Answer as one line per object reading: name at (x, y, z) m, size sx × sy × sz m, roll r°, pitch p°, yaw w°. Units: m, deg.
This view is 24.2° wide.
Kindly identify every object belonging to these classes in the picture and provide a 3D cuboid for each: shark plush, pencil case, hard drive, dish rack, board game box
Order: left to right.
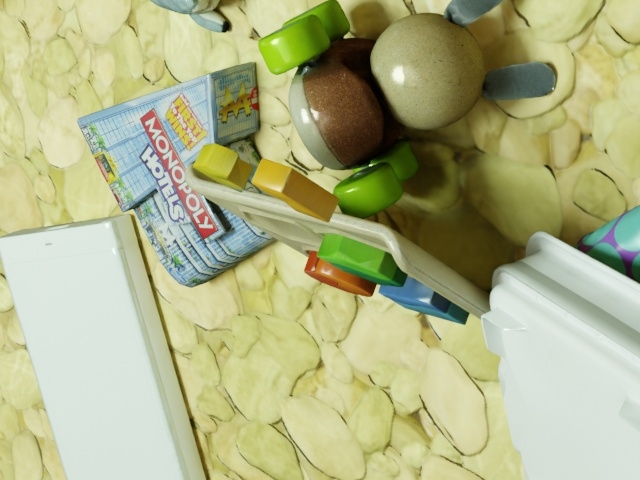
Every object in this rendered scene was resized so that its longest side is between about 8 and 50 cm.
hard drive at (-0.231, 0.132, 1.564) m, size 0.203 × 0.040 × 0.307 m, roll -7°, pitch 101°, yaw 44°
shark plush at (-0.147, -0.232, 1.316) m, size 0.161 × 0.067 × 0.073 m, roll 29°, pitch 125°, yaw 31°
board game box at (-0.113, -0.071, 1.356) m, size 0.194 × 0.060 × 0.194 m, roll -32°, pitch 84°, yaw 46°
dish rack at (0.208, 0.163, 1.024) m, size 0.333 × 0.072 × 0.285 m, roll -140°, pitch 33°, yaw -66°
pencil case at (0.251, 0.001, 1.045) m, size 0.152 × 0.064 × 0.070 m, roll -30°, pitch 69°, yaw 46°

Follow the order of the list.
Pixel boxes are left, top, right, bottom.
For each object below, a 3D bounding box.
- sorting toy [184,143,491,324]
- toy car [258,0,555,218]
sorting toy at (0.000, 0.000, 1.137) m, size 0.229 × 0.307 × 0.041 m, roll 20°, pitch 83°, yaw 38°
toy car at (0.076, -0.129, 1.138) m, size 0.188 × 0.149 × 0.155 m, roll -23°, pitch 101°, yaw 19°
